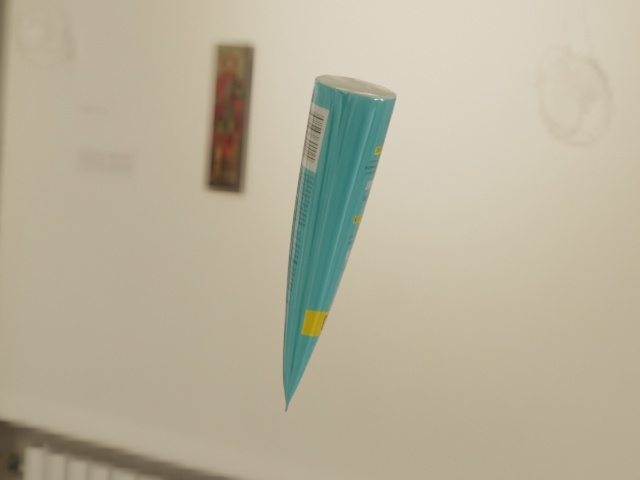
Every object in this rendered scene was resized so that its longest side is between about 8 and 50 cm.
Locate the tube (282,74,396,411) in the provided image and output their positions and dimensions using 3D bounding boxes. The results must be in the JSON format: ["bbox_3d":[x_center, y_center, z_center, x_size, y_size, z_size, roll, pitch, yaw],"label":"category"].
[{"bbox_3d":[0.000,0.000,1.136,0.052,0.207,0.080,14,16,4],"label":"tube"}]
